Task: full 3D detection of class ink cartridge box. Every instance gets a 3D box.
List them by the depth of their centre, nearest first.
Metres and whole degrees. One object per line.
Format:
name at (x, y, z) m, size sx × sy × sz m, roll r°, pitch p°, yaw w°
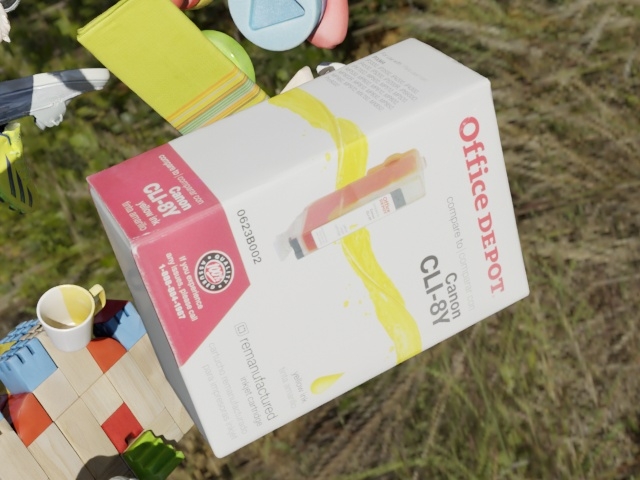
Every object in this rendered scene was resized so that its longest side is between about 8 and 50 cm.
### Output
ink cartridge box at (0.000, 0.000, 1.176) m, size 0.385 × 0.279 × 0.160 m, roll -26°, pitch 35°, yaw -14°

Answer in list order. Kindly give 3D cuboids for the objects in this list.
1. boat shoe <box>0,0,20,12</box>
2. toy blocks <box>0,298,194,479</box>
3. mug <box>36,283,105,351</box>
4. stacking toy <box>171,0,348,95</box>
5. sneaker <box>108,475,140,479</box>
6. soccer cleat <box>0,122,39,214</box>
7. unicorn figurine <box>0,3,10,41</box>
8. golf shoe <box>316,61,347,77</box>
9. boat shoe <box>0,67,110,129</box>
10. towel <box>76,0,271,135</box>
boat shoe at (-0.400, -0.370, 1.510) m, size 0.049 × 0.142 × 0.040 m, roll 13°, pitch -6°, yaw -3°
toy blocks at (-0.328, 0.215, 1.476) m, size 0.191 × 0.261 × 0.381 m, roll -13°, pitch 24°, yaw 44°
mug at (-0.275, 0.091, 1.292) m, size 0.078 × 0.064 × 0.062 m, roll -13°, pitch 54°, yaw -14°
stacking toy at (-0.127, -0.274, 1.569) m, size 0.309 × 0.279 × 0.130 m, roll 10°, pitch 29°, yaw 23°
sneaker at (-0.186, 0.304, 1.233) m, size 0.252 × 0.103 × 0.111 m, roll 6°, pitch 40°, yaw -16°
soccer cleat at (-0.600, -0.159, 2.190) m, size 0.121 × 0.289 × 0.093 m, roll -39°, pitch 47°, yaw -8°
unicorn figurine at (-0.358, -0.251, 1.114) m, size 0.060 × 0.111 × 0.162 m, roll -41°, pitch 56°, yaw 7°
golf shoe at (0.017, -0.182, 1.751) m, size 0.094 × 0.198 × 0.077 m, roll 28°, pitch 32°, yaw 22°
boat shoe at (-0.418, -0.202, 1.692) m, size 0.228 × 0.081 × 0.079 m, roll -14°, pitch 10°, yaw -15°
towel at (-0.150, -0.181, 1.245) m, size 0.102 × 0.237 × 0.021 m, roll -34°, pitch 49°, yaw 13°
